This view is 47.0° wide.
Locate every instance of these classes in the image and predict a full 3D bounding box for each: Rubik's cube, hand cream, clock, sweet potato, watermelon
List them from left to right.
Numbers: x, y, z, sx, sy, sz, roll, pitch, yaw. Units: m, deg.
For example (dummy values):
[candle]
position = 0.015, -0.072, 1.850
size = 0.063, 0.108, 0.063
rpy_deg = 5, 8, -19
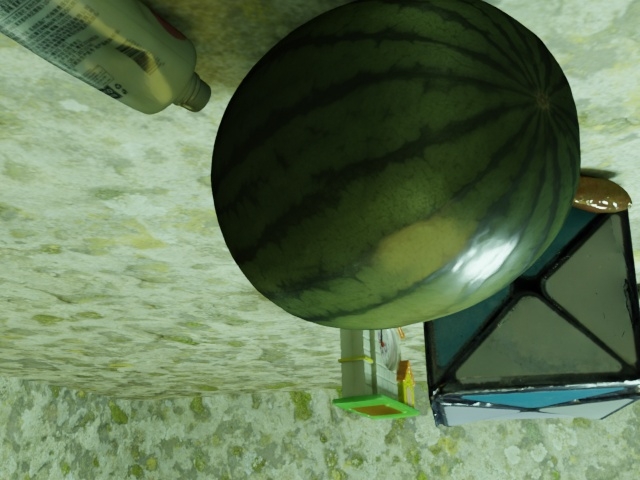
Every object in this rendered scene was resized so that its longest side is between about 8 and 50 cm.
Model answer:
[hand cream]
position = -0.219, -0.194, 0.583
size = 0.124, 0.078, 0.340
rpy_deg = -15, 149, 36
[clock]
position = 0.112, 0.225, 1.522
size = 0.106, 0.256, 0.220
rpy_deg = -11, 156, 23
[watermelon]
position = 0.048, -0.059, 0.649
size = 0.278, 0.279, 0.359
rpy_deg = 13, 154, -37
[Rubik's cube]
position = 0.304, 0.118, 1.138
size = 0.304, 0.307, 0.310
rpy_deg = -2, 160, 8
[sweet potato]
position = 0.320, -0.071, 0.992
size = 0.214, 0.050, 0.050
rpy_deg = 9, 159, -14

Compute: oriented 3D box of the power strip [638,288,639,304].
[power strip]
position = 0.743, 0.132, 1.583
size = 0.175, 0.042, 0.075
rpy_deg = -1, -168, 2
